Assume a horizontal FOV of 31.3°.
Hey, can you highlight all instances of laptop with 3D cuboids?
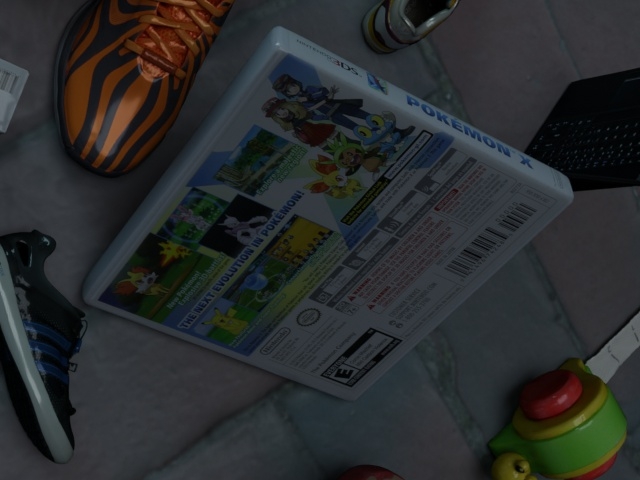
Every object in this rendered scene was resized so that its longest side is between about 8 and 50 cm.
[{"bbox_3d":[0.227,-0.117,1.136,0.136,0.234,0.264,43,71,-21],"label":"laptop"}]

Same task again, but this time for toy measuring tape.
[{"bbox_3d":[0.312,0.163,1.241,0.330,0.121,0.121,-36,105,-24],"label":"toy measuring tape"}]

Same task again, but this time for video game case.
[{"bbox_3d":[0.000,0.000,0.993,0.300,0.329,0.036,24,39,-25],"label":"video game case"}]

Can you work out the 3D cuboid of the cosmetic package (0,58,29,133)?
[{"bbox_3d":[-0.363,-0.150,0.904,0.239,0.099,0.060,23,80,-25],"label":"cosmetic package"}]

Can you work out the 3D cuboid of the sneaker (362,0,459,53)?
[{"bbox_3d":[0.125,-0.263,1.171,0.069,0.084,0.185,45,70,-19],"label":"sneaker"}]

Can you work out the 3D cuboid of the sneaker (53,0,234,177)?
[{"bbox_3d":[-0.123,-0.209,0.984,0.124,0.180,0.321,26,77,-25],"label":"sneaker"}]

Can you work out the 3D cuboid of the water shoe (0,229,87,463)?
[{"bbox_3d":[-0.232,0.090,0.979,0.080,0.073,0.203,-21,99,-29],"label":"water shoe"}]

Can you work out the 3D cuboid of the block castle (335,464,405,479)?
[{"bbox_3d":[0.069,0.464,1.027,0.303,0.213,0.453,-33,91,-19],"label":"block castle"}]
